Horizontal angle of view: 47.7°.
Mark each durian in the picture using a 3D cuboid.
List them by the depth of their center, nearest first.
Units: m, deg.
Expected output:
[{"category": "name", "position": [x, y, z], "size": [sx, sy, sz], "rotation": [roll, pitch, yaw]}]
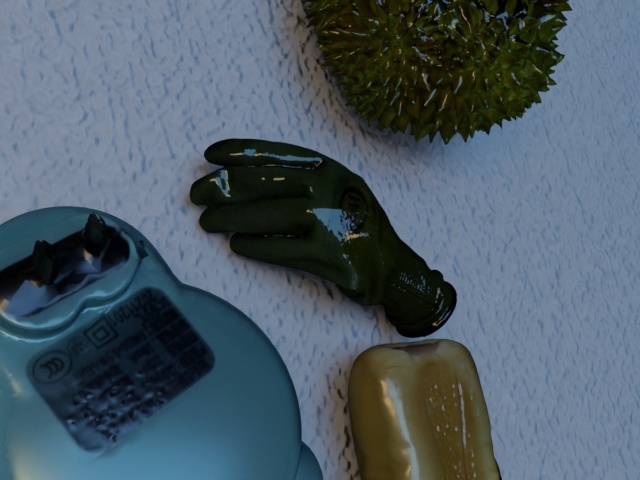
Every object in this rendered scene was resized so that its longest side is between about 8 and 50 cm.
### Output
[{"category": "durian", "position": [0.119, -0.222, 0.727], "size": [0.291, 0.224, 0.291], "rotation": [-1, 54, 1]}]

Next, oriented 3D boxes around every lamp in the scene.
[{"category": "lamp", "position": [-0.131, 0.107, 0.489], "size": [0.209, 0.147, 0.284], "rotation": [-34, 102, -37]}]

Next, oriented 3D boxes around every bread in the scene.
[{"category": "bread", "position": [0.100, 0.237, 0.625], "size": [0.142, 0.091, 0.305], "rotation": [-3, 76, -35]}]

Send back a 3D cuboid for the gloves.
[{"category": "gloves", "position": [0.011, -0.007, 0.651], "size": [0.268, 0.107, 0.135], "rotation": [29, 29, -17]}]
